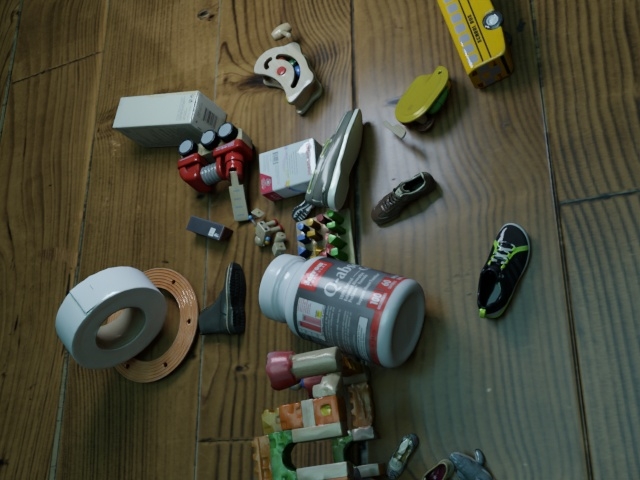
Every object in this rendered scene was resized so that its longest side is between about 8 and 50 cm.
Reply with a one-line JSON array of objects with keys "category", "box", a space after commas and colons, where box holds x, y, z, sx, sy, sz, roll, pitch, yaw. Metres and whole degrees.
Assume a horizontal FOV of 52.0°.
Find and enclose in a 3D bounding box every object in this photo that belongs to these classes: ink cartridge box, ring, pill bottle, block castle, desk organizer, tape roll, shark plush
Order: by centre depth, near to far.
[{"category": "shark plush", "box": [0.334, 0.516, 1.381, 0.073, 0.067, 0.161, -37, 61, 12]}, {"category": "block castle", "box": [0.000, 0.474, 1.436, 0.213, 0.303, 0.452, -14, 68, 16]}, {"category": "pill bottle", "box": [0.046, 0.154, 1.565, 0.363, 0.210, 0.210, 14, 81, 30]}, {"category": "tape roll", "box": [-0.565, 0.211, 1.787, 0.100, 0.286, 0.286, 41, 95, 31]}, {"category": "ink cartridge box", "box": [-0.076, -0.194, 1.822, 0.175, 0.072, 0.127, -13, 68, 23]}, {"category": "desk organizer", "box": [-0.323, -0.031, 1.911, 0.130, 0.050, 0.047, 16, 82, 31]}, {"category": "ring", "box": [-0.490, 0.246, 1.922, 0.337, 0.032, 0.336, -9, 71, 26]}]

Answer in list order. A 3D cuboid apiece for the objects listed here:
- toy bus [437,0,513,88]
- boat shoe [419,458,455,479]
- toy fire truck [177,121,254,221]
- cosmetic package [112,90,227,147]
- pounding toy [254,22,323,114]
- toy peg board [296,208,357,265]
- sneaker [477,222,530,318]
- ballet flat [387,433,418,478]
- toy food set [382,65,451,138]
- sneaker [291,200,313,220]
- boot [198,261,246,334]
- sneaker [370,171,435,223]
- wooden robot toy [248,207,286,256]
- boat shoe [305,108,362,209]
[{"category": "toy bus", "box": [0.393, -0.563, 1.678, 0.130, 0.108, 0.332, -24, 65, 21]}, {"category": "boat shoe", "box": [0.237, 0.533, 1.438, 0.050, 0.045, 0.135, 38, 93, 32]}, {"category": "toy fire truck", "box": [-0.293, -0.181, 1.905, 0.217, 0.158, 0.246, -17, 56, 21]}, {"category": "cosmetic package", "box": [-0.466, -0.371, 2.035, 0.310, 0.160, 0.113, 4, 75, 27]}, {"category": "pounding toy", "box": [-0.116, -0.503, 1.895, 0.154, 0.155, 0.269, -29, 63, 12]}, {"category": "toy peg board", "box": [0.000, 0.000, 1.717, 0.161, 0.079, 0.161, -14, 67, 23]}, {"category": "sneaker", "box": [0.408, 0.067, 1.470, 0.084, 0.097, 0.234, 12, 80, 30]}, {"category": "ballet flat", "box": [0.180, 0.488, 1.487, 0.041, 0.041, 0.114, 30, 89, 32]}, {"category": "toy food set", "box": [0.266, -0.346, 1.704, 0.217, 0.071, 0.128, -52, 35, 1]}, {"category": "sneaker", "box": [-0.035, -0.093, 1.793, 0.109, 0.044, 0.040, -43, 84, 26]}, {"category": "boot", "box": [-0.282, 0.165, 1.817, 0.137, 0.077, 0.197, -11, 68, 30]}, {"category": "sneaker", "box": [0.197, -0.115, 1.654, 0.188, 0.071, 0.066, -36, 61, 13]}, {"category": "wooden robot toy", "box": [-0.147, -0.009, 1.819, 0.173, 0.076, 0.079, 50, 134, 30]}, {"category": "boat shoe", "box": [0.041, -0.222, 1.727, 0.091, 0.109, 0.304, 7, 65, 23]}]
